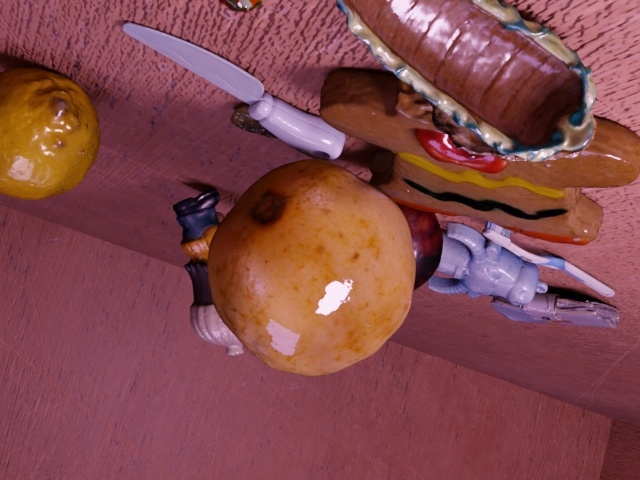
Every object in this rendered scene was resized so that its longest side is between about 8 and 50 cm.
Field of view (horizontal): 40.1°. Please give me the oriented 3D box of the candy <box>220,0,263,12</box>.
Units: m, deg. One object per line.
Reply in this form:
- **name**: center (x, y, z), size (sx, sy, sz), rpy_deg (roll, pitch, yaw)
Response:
- **candy**: center (-0.132, -0.267, 0.798), size (0.185, 0.049, 0.055), rpy_deg (30, 159, -18)

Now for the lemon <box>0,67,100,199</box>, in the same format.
- **lemon**: center (-0.444, -0.164, 1.348), size (0.204, 0.204, 0.260), rpy_deg (24, 154, -31)

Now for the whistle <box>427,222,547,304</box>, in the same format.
- **whistle**: center (0.269, 0.041, 1.541), size (0.269, 0.093, 0.180), rpy_deg (16, 145, 6)

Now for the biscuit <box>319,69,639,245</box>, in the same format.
- **biscuit**: center (0.184, -0.086, 1.087), size (0.368, 0.076, 0.394), rpy_deg (14, 169, 11)

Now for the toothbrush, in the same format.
- **toothbrush**: center (0.393, 0.042, 1.482), size (0.386, 0.040, 0.040), rpy_deg (26, 166, -38)

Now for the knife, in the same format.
- **knife**: center (-0.097, -0.192, 1.115), size (0.331, 0.044, 0.080), rpy_deg (29, 161, -32)

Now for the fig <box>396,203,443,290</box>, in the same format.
- **fig**: center (0.105, 0.013, 1.448), size (0.204, 0.186, 0.249), rpy_deg (-4, 171, 13)

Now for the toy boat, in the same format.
- **toy boat**: center (0.108, -0.169, 0.737), size (0.293, 0.108, 0.099), rpy_deg (28, -162, -23)

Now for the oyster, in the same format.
- **oyster**: center (0.188, -0.122, 0.847), size (0.177, 0.105, 0.056), rpy_deg (-2, 160, -15)

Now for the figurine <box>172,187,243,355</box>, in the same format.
- **figurine**: center (-0.221, 0.071, 1.821), size (0.332, 0.204, 0.185), rpy_deg (55, 164, -8)

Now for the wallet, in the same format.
- **wallet**: center (0.465, 0.132, 1.752), size (0.231, 0.069, 0.170), rpy_deg (2, 166, 37)

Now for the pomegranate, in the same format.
- **pomegranate**: center (-0.012, 0.034, 1.203), size (0.307, 0.307, 0.307), rpy_deg (17, 169, 3)

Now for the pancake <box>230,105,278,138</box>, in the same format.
- **pancake**: center (-0.079, -0.166, 1.241), size (0.108, 0.017, 0.108), rpy_deg (14, 166, 4)
